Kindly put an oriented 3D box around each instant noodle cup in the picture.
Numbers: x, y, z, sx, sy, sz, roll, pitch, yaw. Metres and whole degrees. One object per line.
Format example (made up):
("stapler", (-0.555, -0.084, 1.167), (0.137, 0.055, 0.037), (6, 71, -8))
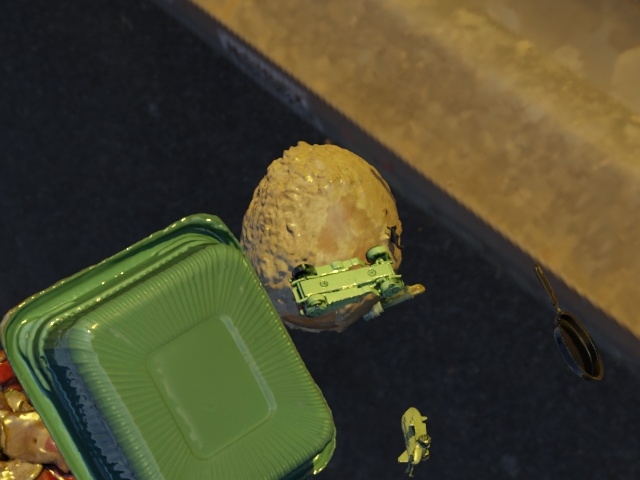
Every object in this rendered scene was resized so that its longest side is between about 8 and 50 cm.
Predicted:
("instant noodle cup", (-0.074, 0.084, 0.696), (0.179, 0.157, 0.070), (61, 154, -4))

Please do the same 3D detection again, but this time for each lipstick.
("lipstick", (0.124, 0.101, 2.100), (0.116, 0.037, 0.037), (-23, 98, 8))

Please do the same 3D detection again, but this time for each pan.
("pan", (0.426, 0.144, 2.143), (0.028, 0.136, 0.235), (-28, 95, 27))

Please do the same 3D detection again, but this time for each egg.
("egg", (0.000, 0.000, 1.943), (0.279, 0.279, 0.310), (17, 106, 41))

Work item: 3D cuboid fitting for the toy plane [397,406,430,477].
("toy plane", (0.102, 0.212, 1.314), (0.033, 0.083, 0.080), (4, 131, 5))

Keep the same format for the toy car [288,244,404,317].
("toy car", (0.033, 0.057, 1.590), (0.054, 0.143, 0.073), (93, 158, -52))

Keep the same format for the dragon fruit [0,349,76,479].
("dragon fruit", (-0.301, 0.269, 1.344), (0.329, 0.329, 0.329), (27, 132, 35))
